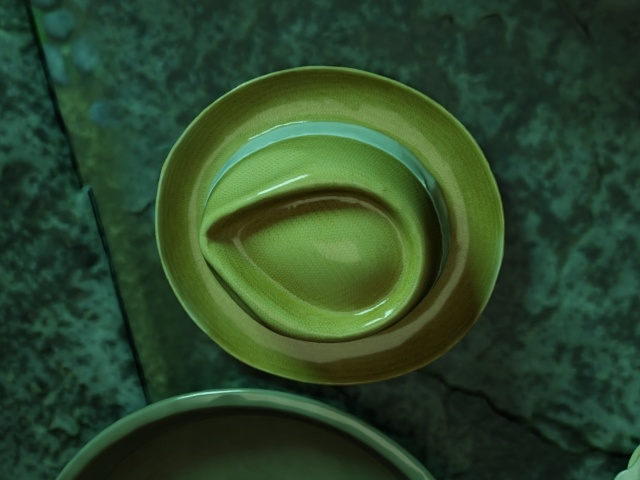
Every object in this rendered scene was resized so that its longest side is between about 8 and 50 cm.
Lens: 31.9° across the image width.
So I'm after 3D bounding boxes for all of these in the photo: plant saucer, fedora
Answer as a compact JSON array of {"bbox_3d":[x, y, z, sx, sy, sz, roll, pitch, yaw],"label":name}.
[{"bbox_3d":[-0.038,0.215,0.657,0.277,0.041,0.278,2,102,7],"label":"plant saucer"},{"bbox_3d":[0.000,0.000,0.590,0.194,0.079,0.194,1,101,8],"label":"fedora"}]

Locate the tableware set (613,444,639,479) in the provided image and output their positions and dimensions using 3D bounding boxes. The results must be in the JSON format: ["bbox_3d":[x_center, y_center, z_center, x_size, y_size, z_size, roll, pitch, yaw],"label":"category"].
[{"bbox_3d":[0.208,0.184,0.630,0.168,0.020,0.141,33,103,0],"label":"tableware set"}]
